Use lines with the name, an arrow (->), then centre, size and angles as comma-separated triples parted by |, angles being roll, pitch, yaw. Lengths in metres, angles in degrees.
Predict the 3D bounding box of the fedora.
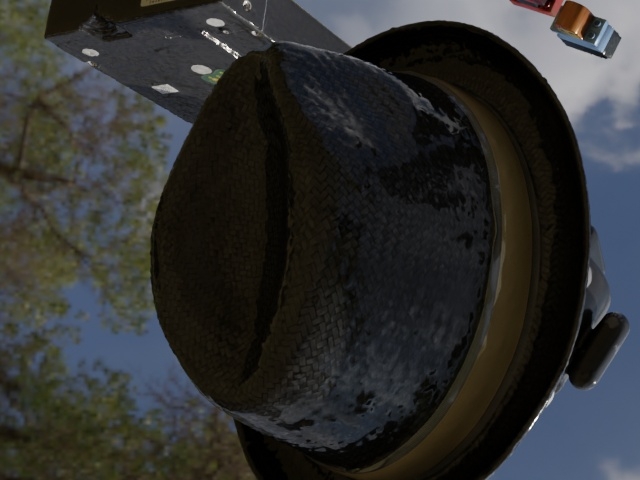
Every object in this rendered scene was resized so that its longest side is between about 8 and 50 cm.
fedora -> 0.000, 0.000, 0.715 | 0.334, 0.152, 0.334 | -19, -119, 39

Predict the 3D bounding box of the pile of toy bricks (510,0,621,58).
pile of toy bricks -> 0.177, -0.164, 0.645 | 0.212, 0.105, 0.118 | 26, -88, 35

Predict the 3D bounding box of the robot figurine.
robot figurine -> 0.253, 0.098, 1.484 | 0.278, 0.173, 0.209 | -53, -169, -25

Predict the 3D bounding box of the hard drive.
hard drive -> -0.091, -0.188, 1.273 | 0.236, 0.339, 0.064 | -3, -110, 35
